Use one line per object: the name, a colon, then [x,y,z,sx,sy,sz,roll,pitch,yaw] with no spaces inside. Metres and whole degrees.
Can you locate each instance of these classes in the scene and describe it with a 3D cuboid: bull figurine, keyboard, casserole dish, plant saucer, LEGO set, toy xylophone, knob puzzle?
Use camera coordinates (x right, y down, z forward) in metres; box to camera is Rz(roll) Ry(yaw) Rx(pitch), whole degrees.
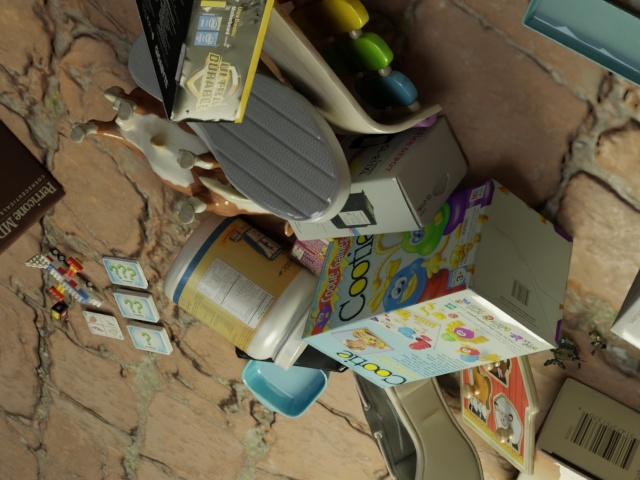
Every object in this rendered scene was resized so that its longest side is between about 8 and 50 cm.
bull figurine: [-0.150,-0.097,1.369,0.310,0.188,0.101,31,106,21]
keyboard: [-0.040,0.122,1.581,0.180,0.023,0.108,5,99,25]
casserole dish: [-0.048,0.196,1.673,0.114,0.037,0.188,38,140,2]
plant saucer: [0.285,-0.188,1.055,0.192,0.018,0.067,31,141,11]
LEGO set: [-0.369,0.103,1.821,0.244,0.060,0.183,8,128,33]
toy xylophone: [-0.023,-0.228,1.188,0.323,0.081,0.236,52,165,-25]
LEGO set: [0.304,0.129,1.349,0.083,0.023,0.054,-13,122,30]
knob puzzle: [0.205,0.166,1.368,0.213,0.030,0.213,171,90,-72]

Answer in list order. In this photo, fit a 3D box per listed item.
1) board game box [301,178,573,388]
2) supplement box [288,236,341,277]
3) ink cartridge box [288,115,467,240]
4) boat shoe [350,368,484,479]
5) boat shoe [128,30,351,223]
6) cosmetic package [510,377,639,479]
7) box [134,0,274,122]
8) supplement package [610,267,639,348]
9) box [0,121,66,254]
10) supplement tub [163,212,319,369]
board game box: [0.130,0.057,1.287,0.144,0.142,0.275,34,146,-28]
supplement box: [0.000,0.000,1.439,0.055,0.043,0.083,33,140,5]
ink cartridge box: [0.058,-0.069,1.261,0.175,0.127,0.072,-6,122,40]
boat shoe: [0.130,0.264,1.508,0.095,0.112,0.335,-12,99,63]
boat shoe: [-0.073,-0.134,1.249,0.335,0.119,0.121,44,103,28]
cosmetic package: [0.319,0.333,1.445,0.153,0.129,0.296,26,140,14]
box: [-0.117,-0.307,1.037,0.257,0.079,0.322,112,148,-44]
supplement package: [0.405,-0.013,0.982,0.145,0.204,0.262,33,140,7]
box: [-0.585,-0.134,1.651,0.381,0.191,0.143,49,140,-13]
supplement tub: [-0.092,0.067,1.496,0.199,0.144,0.144,34,141,5]
